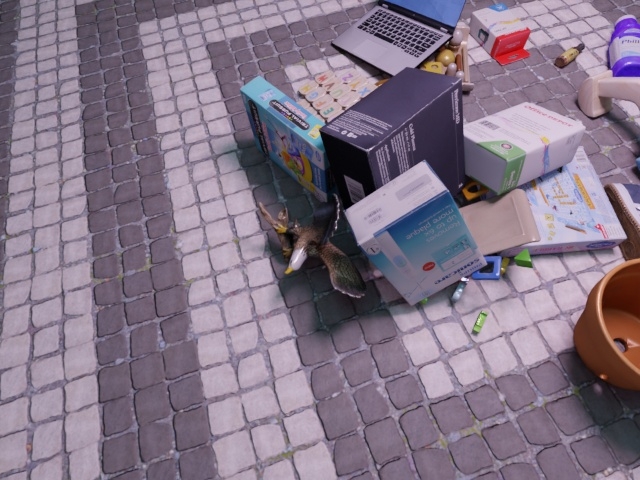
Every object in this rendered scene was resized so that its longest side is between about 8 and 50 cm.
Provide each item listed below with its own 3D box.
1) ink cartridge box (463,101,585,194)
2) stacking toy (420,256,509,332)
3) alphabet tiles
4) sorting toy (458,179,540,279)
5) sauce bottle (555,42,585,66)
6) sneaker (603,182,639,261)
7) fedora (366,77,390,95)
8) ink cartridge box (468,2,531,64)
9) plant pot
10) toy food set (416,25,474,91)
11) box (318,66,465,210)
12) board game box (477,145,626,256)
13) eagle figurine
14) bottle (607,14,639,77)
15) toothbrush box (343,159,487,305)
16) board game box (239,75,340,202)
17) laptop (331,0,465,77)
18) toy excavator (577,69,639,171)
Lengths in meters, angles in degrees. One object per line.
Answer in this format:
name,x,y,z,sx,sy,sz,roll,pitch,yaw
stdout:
ink cartridge box,0.534,-0.262,1.120,0.278,0.117,0.201,-23,45,-16
stacking toy,0.376,0.106,1.059,0.167,0.052,0.221,25,67,16
alphabet tiles,0.039,-0.484,1.375,0.278,0.021,0.284,-32,54,-2
sorting toy,0.453,-0.037,1.064,0.196,0.047,0.347,-17,46,26
sauce bottle,0.898,-0.668,1.451,0.128,0.042,0.042,-37,66,-13
sneaker,0.886,-0.042,1.082,0.153,0.099,0.282,-2,59,4
fedora,0.238,-0.460,1.356,0.195,0.079,0.194,-7,57,11
ink cartridge box,0.669,-0.763,1.496,0.134,0.078,0.231,-22,63,-8
plant pot,0.715,0.212,0.895,0.291,0.203,0.290,-2,61,3
toy food set,0.428,-0.658,1.446,0.220,0.092,0.306,5,62,6
box,0.205,-0.207,1.058,0.313,0.343,0.179,-38,47,-16
board game box,0.632,-0.116,1.154,0.318,0.066,0.318,-4,61,2
eagle figurine,-0.004,0.010,1.021,0.298,0.226,0.225,5,78,44
bottle,1.078,-0.674,1.414,0.118,0.092,0.282,11,63,11
toothbrush box,0.227,-0.004,0.948,0.216,0.295,0.126,-31,43,13
board game box,-0.076,-0.282,1.182,0.079,0.253,0.336,-42,67,-17
laptop,0.276,-0.835,1.411,0.408,0.236,0.382,-41,57,-7
toy excavator,0.991,-0.333,1.143,0.223,0.433,0.444,-21,91,-8
